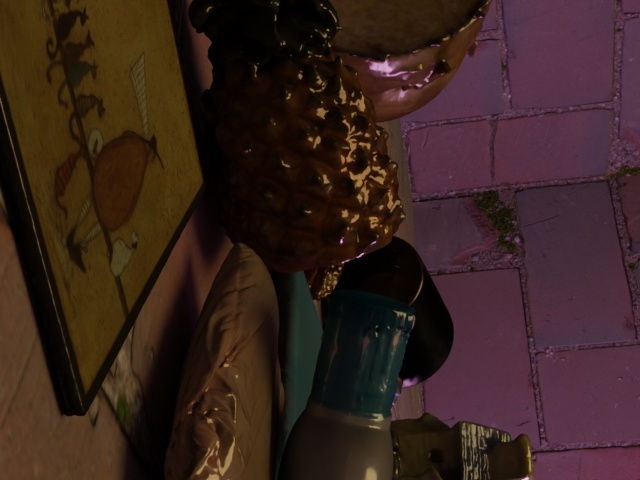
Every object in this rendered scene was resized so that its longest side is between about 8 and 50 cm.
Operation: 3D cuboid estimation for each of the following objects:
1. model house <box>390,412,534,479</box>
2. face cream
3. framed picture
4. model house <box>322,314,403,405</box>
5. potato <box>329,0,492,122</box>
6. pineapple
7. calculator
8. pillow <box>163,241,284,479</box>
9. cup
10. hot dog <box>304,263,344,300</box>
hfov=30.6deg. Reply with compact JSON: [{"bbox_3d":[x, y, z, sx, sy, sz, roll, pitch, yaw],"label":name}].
[{"bbox_3d":[0.154,0.360,1.524,0.261,0.266,0.321,77,10,-63],"label":"model house"},{"bbox_3d":[0.003,0.204,0.843,0.163,0.080,0.337,-110,-147,-84],"label":"face cream"},{"bbox_3d":[-0.127,-0.089,0.699,0.339,0.014,0.255,-76,159,-67],"label":"framed picture"},{"bbox_3d":[0.024,0.154,1.390,0.165,0.106,0.152,-60,-157,27],"label":"model house"},{"bbox_3d":[0.054,-0.237,1.332,0.288,0.301,0.237,-42,156,-28],"label":"potato"},{"bbox_3d":[-0.039,-0.146,0.923,0.169,0.169,0.341,-73,149,-71],"label":"pineapple"},{"bbox_3d":[-0.033,0.144,1.081,0.173,0.051,0.293,76,12,-53],"label":"calculator"},{"bbox_3d":[-0.064,0.138,0.803,0.270,0.067,0.173,-81,169,-62],"label":"pillow"},{"bbox_3d":[0.062,0.079,1.642,0.166,0.239,0.177,-49,148,-15],"label":"cup"},{"bbox_3d":[-0.002,-0.001,1.362,0.099,0.065,0.147,90,-2,-54],"label":"hot dog"}]
